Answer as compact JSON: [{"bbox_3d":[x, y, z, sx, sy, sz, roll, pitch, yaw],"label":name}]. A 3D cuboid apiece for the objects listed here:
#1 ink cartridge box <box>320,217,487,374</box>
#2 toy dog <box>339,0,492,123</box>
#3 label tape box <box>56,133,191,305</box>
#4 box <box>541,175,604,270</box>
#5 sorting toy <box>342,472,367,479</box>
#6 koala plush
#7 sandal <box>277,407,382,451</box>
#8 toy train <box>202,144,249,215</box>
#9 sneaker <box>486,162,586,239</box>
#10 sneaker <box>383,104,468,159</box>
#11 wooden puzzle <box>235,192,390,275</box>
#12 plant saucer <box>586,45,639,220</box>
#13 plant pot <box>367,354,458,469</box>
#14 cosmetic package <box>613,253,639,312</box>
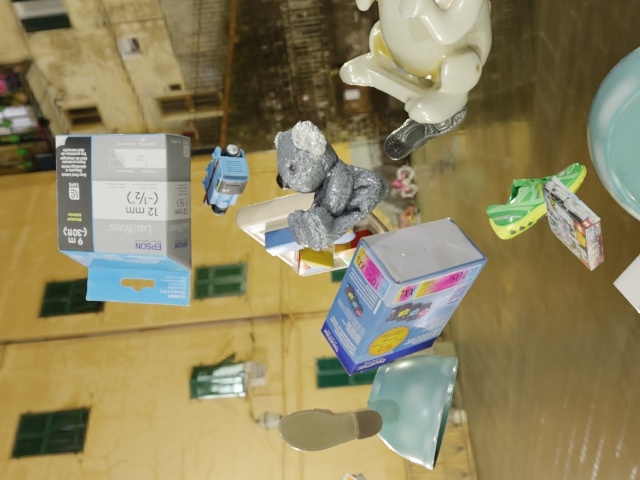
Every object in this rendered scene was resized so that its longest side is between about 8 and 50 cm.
[{"bbox_3d":[0.175,0.151,1.662,0.151,0.270,0.395,57,143,30],"label":"ink cartridge box"},{"bbox_3d":[0.247,-0.493,1.402,0.284,0.395,0.408,46,148,38],"label":"toy dog"},{"bbox_3d":[-0.395,-0.039,1.436,0.115,0.249,0.348,-10,-78,-73],"label":"label tape box"},{"bbox_3d":[0.364,-0.022,1.025,0.094,0.027,0.137,54,-178,35],"label":"box"},{"bbox_3d":[0.076,0.606,1.728,0.075,0.045,0.083,-57,-32,1],"label":"sorting toy"},{"bbox_3d":[-0.004,-0.124,1.356,0.221,0.203,0.196,56,170,-8],"label":"koala plush"},{"bbox_3d":[0.012,0.408,1.558,0.079,0.240,0.088,154,114,-68],"label":"sandal"},{"bbox_3d":[-0.215,-0.131,1.594,0.184,0.080,0.105,122,144,-49],"label":"toy train"},{"bbox_3d":[0.553,-0.123,1.816,0.123,0.295,0.109,55,170,14],"label":"sneaker"},{"bbox_3d":[0.268,-0.291,1.777,0.087,0.227,0.130,52,-148,-7],"label":"sneaker"},{"bbox_3d":[0.000,0.000,1.821,0.348,0.322,0.081,46,-142,-52],"label":"wooden puzzle"},{"bbox_3d":[0.488,-0.111,0.885,0.044,0.317,0.318,-49,-35,-37],"label":"plant saucer"},{"bbox_3d":[0.233,0.428,1.864,0.293,0.196,0.293,12,-90,-75],"label":"plant pot"},{"bbox_3d":[0.701,0.035,1.252,0.197,0.155,0.366,54,161,24],"label":"cosmetic package"}]
